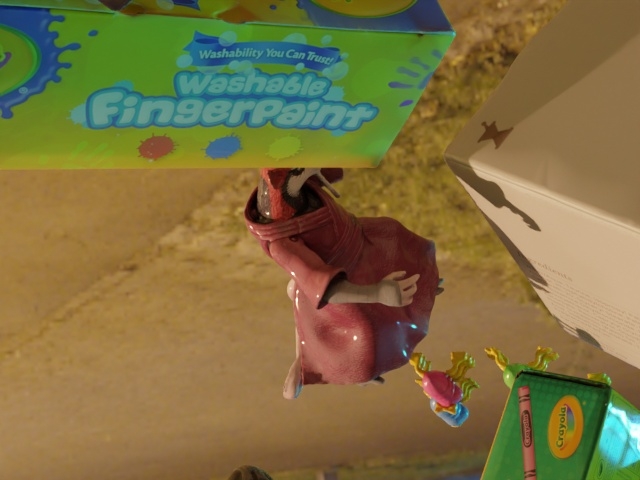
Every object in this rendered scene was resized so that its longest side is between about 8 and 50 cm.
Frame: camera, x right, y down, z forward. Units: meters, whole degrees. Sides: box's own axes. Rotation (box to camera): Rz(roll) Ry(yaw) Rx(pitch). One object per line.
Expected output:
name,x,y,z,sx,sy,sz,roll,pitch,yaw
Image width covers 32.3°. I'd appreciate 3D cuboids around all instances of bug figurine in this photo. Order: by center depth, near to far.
bug figurine,0.241,0.210,1.504,0.279,0.072,0.216,-7,152,31

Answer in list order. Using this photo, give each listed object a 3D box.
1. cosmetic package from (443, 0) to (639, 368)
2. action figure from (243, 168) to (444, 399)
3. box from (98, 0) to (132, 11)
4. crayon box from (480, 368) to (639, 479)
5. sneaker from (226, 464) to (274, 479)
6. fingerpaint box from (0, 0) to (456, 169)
cosmetic package,0.418,-0.057,1.249,0.327,0.329,0.393,29,166,47
action figure,0.000,0.000,1.318,0.276,0.248,0.370,-16,138,26
box,-0.104,-0.318,0.475,0.312,0.178,0.343,32,141,-31
crayon box,0.168,0.251,0.770,0.081,0.278,0.165,5,157,46
sneaker,-0.070,0.343,1.015,0.106,0.267,0.101,-19,156,24
fingerpaint box,-0.176,-0.238,0.861,0.445,0.371,0.163,-3,143,-30
